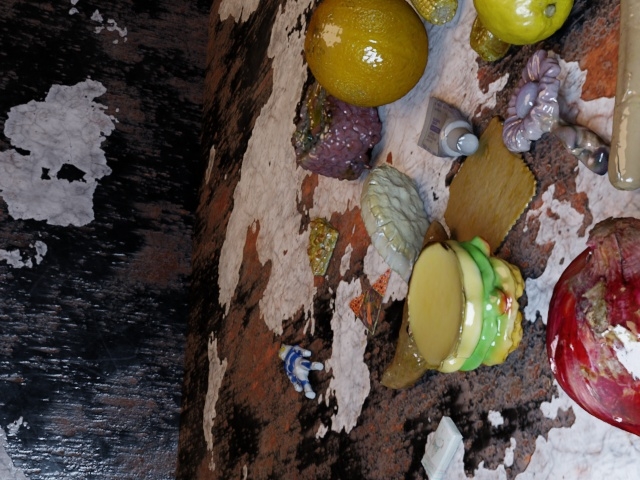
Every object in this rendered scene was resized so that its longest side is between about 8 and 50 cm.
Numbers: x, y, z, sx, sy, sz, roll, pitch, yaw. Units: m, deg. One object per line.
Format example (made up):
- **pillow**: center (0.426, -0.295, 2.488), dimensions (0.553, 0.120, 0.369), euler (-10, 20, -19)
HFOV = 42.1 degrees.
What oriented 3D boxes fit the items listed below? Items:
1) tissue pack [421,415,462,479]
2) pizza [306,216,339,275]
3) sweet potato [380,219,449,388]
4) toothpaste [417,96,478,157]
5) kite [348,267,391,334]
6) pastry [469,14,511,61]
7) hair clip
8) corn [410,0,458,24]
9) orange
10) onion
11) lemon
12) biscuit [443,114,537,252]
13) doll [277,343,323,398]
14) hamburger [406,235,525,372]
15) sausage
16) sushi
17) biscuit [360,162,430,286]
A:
- **tissue pack**: center (0.218, 0.378, 1.507), dimensions (0.056, 0.023, 0.108), euler (-122, 48, -59)
- **pizza**: center (-0.001, 0.000, 2.172), dimensions (0.134, 0.046, 0.175), euler (127, 146, -47)
- **sweet potato**: center (0.198, 0.134, 1.578), dimensions (0.114, 0.092, 0.342), euler (28, 106, 58)
- **toothpaste**: center (0.250, -0.219, 1.666), dimensions (0.099, 0.068, 0.282), euler (-46, 20, 5)
- **kite**: center (0.114, 0.157, 1.883), dimensions (0.222, 0.008, 0.125), euler (132, 140, -52)
- **pastry**: center (0.325, -0.395, 1.575), dimensions (0.097, 0.057, 0.109), euler (-171, 94, -73)
- **hair clip**: center (0.371, -0.198, 1.352), dimensions (0.300, 0.069, 0.173), euler (-116, 42, -56)
- **corn**: center (0.227, -0.575, 1.834), dimensions (0.106, 0.106, 0.305), euler (-60, 32, 38)
- **orange**: center (0.101, -0.426, 1.835), dimensions (0.274, 0.274, 0.274), euler (-169, 90, -67)
- **onion**: center (0.384, 0.089, 0.934), dimensions (0.276, 0.276, 0.276), euler (-169, 90, -67)
- **lemon**: center (0.341, -0.424, 1.409), dimensions (0.207, 0.170, 0.170), euler (-105, 34, -49)
- **biscuit**: center (0.303, -0.081, 1.534), dimensions (0.232, 0.013, 0.237), euler (-105, 34, -46)
- **doll**: center (-0.062, 0.325, 2.159), dimensions (0.227, 0.057, 0.114), euler (-147, 66, -64)
- **hamburger**: center (0.253, 0.108, 1.392), dimensions (0.237, 0.148, 0.237), euler (-177, 90, -72)
- **sausage**: center (0.450, -0.218, 1.187), dimensions (0.066, 0.065, 0.301), euler (166, 112, -65)
- **sushi**: center (0.042, -0.286, 2.049), dimensions (0.236, 0.170, 0.270), euler (140, 138, -57)
- **biscuit**: center (0.154, -0.041, 1.688), dimensions (0.084, 0.179, 0.281), euler (-33, 54, 32)
